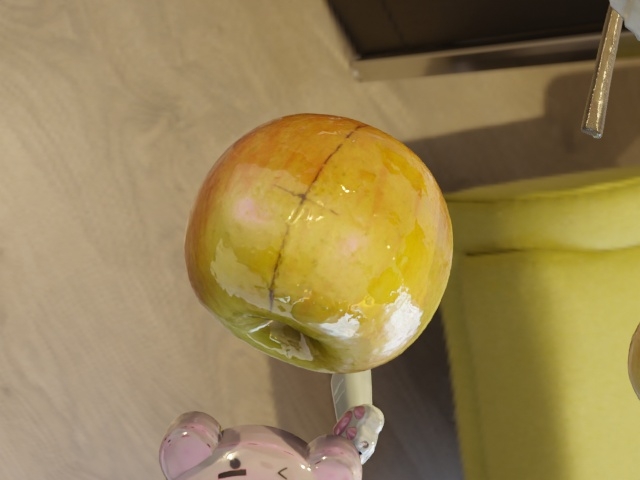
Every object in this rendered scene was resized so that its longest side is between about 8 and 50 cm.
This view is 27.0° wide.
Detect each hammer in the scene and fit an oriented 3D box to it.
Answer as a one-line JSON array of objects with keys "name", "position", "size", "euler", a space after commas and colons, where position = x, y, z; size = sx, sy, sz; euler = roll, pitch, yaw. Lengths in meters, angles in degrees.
[{"name": "hammer", "position": [0.324, -0.251, 1.450], "size": [0.027, 0.125, 0.297], "euler": [15, 81, 3]}]

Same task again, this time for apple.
[{"name": "apple", "position": [0.000, 0.000, 1.368], "size": [0.286, 0.286, 0.233], "euler": [38, 65, -29]}]

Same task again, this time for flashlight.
[{"name": "flashlight", "position": [0.040, 0.215, 1.721], "size": [0.047, 0.200, 0.093], "euler": [31, 113, -16]}]

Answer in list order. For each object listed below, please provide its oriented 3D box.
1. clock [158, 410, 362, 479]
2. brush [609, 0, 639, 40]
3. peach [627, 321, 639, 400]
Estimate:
[{"name": "clock", "position": [-0.091, 0.379, 1.599], "size": [0.296, 0.113, 0.322], "euler": [10, 100, -1]}, {"name": "brush", "position": [0.110, -0.177, 0.319], "size": [0.174, 0.166, 0.266], "euler": [-33, 92, 0]}, {"name": "peach", "position": [0.492, 0.138, 1.678], "size": [0.233, 0.232, 0.232], "euler": [-2, 94, -34]}]
